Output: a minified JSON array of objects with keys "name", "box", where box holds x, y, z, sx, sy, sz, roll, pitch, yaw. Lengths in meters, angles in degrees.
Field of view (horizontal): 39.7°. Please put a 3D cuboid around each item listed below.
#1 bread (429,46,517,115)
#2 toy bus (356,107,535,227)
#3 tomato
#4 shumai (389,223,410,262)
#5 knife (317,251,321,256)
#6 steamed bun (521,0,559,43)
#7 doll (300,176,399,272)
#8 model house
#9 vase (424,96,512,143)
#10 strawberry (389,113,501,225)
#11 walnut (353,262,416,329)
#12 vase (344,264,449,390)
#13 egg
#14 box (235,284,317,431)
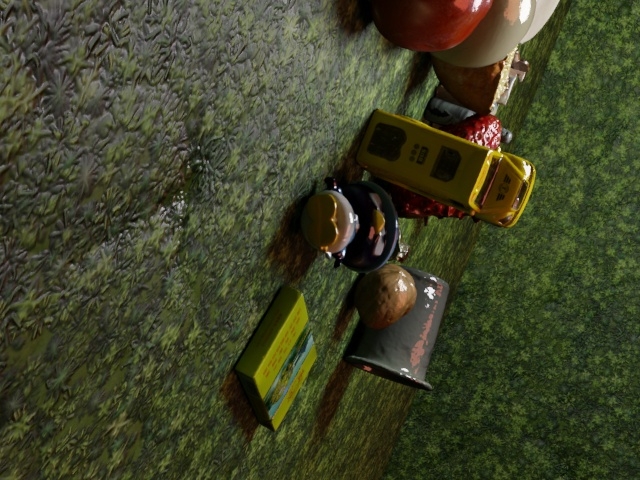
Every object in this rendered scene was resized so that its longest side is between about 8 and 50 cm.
[{"name":"bread","box":[0.335,-0.454,1.875,0.194,0.178,0.340,-45,151,-56]},{"name":"toy bus","box":[0.244,-0.144,1.729,0.144,0.330,0.152,-68,161,3]},{"name":"tomato","box":[0.187,-0.413,1.441,0.232,0.188,0.232,-55,161,-29]},{"name":"shumai","box":[0.176,0.008,2.147,0.099,0.087,0.124,-32,140,-61]},{"name":"knife","box":[0.000,0.000,1.716,0.027,0.010,0.096,-59,162,-27]},{"name":"steamed bun","box":[0.508,-0.623,2.249,0.232,0.145,0.232,-45,161,-20]},{"name":"doll","box":[0.064,-0.028,1.648,0.314,0.141,0.177,3,84,-67]},{"name":"model house","box":[0.389,-0.356,2.194,0.244,0.169,0.326,-65,165,1]},{"name":"vase","box":[0.352,-0.276,2.094,0.060,0.211,0.060,-54,160,-31]},{"name":"strawberry","box":[0.273,-0.158,1.981,0.261,0.261,0.258,-4,96,-72]},{"name":"walnut","box":[0.156,0.135,2.151,0.167,0.149,0.166,-61,-169,21]},{"name":"vase","box":[0.227,0.229,2.363,0.245,0.245,0.291,57,53,-71]},{"name":"egg","box":[0.285,-0.433,1.651,0.219,0.219,0.269,-64,-179,-10]},{"name":"box","box":[-0.079,0.237,1.723,0.187,0.047,0.335,-60,163,-23]}]
